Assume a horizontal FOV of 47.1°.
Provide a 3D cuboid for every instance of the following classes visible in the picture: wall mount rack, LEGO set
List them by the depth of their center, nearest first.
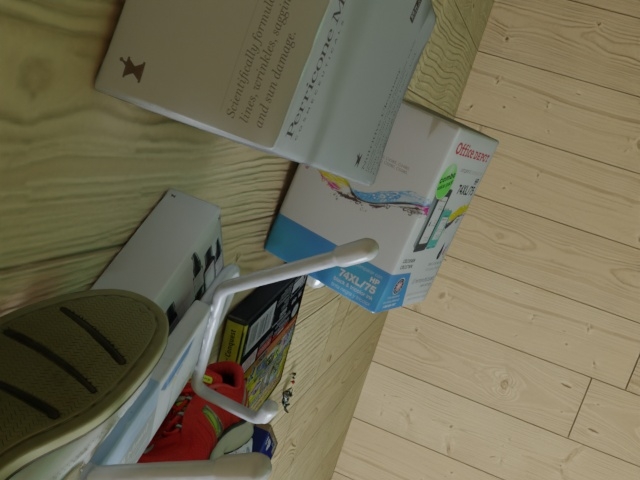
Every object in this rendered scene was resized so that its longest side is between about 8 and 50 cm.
[{"bbox_3d":[-0.089,0.137,0.593,0.350,0.131,0.304,-61,176,-45],"label":"wall mount rack"},{"bbox_3d":[-0.069,0.309,1.505,0.054,0.023,0.083,89,11,-63],"label":"LEGO set"}]

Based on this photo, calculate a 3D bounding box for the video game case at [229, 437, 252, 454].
[{"bbox_3d":[-0.148,0.430,1.215,0.173,0.022,0.190,43,49,-76],"label":"video game case"}]

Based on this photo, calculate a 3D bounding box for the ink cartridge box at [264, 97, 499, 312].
[{"bbox_3d":[0.090,-0.067,1.053,0.198,0.197,0.270,-3,119,-62],"label":"ink cartridge box"}]

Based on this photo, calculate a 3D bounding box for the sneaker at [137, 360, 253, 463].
[{"bbox_3d":[-0.160,0.207,0.860,0.279,0.107,0.118,-24,114,-77],"label":"sneaker"}]

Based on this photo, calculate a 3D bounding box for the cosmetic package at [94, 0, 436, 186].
[{"bbox_3d":[-0.016,-0.181,0.673,0.385,0.156,0.217,-11,122,-76],"label":"cosmetic package"}]

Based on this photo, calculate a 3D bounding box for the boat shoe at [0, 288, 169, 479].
[{"bbox_3d":[-0.216,0.146,0.472,0.302,0.113,0.103,-44,155,-43],"label":"boat shoe"}]

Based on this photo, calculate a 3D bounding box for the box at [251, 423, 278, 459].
[{"bbox_3d":[-0.145,0.460,1.374,0.136,0.037,0.225,85,29,-61],"label":"box"}]

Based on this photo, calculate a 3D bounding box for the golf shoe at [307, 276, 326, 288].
[{"bbox_3d":[0.000,0.000,1.248,0.086,0.067,0.186,-7,123,-43],"label":"golf shoe"}]

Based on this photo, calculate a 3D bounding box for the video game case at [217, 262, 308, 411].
[{"bbox_3d":[-0.097,0.174,1.144,0.275,0.035,0.248,-43,150,-65],"label":"video game case"}]

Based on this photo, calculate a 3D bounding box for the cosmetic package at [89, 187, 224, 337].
[{"bbox_3d":[-0.165,0.072,0.651,0.099,0.060,0.239,92,22,-51],"label":"cosmetic package"}]
